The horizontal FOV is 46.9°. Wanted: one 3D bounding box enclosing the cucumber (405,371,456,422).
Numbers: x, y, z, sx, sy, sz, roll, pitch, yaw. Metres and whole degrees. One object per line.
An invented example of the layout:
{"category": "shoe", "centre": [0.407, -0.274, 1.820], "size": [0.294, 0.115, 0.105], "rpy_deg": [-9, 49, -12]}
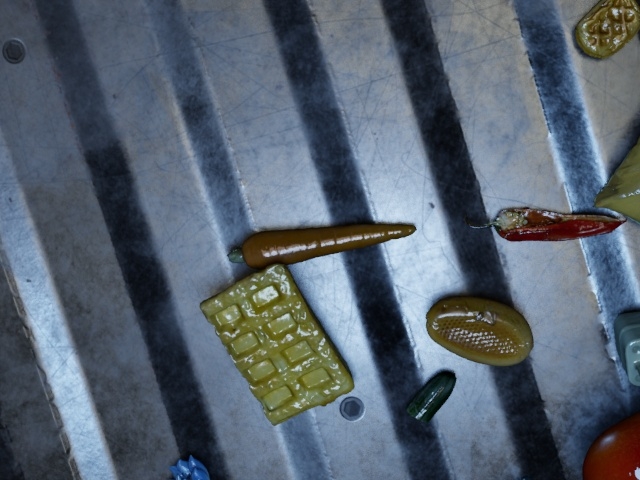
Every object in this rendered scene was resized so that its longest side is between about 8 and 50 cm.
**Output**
{"category": "cucumber", "centre": [0.199, 0.271, 1.295], "size": [0.048, 0.048, 0.105], "rpy_deg": [38, 98, 2]}

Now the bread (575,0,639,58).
{"category": "bread", "centre": [0.472, -0.350, 1.207], "size": [0.083, 0.044, 0.111], "rpy_deg": [44, 100, -3]}

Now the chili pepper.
{"category": "chili pepper", "centre": [0.378, -0.024, 1.249], "size": [0.267, 0.059, 0.051], "rpy_deg": [0, 134, 4]}

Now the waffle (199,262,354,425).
{"category": "waffle", "centre": [-0.073, 0.180, 1.291], "size": [0.168, 0.057, 0.274], "rpy_deg": [-28, 103, 7]}

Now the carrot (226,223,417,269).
{"category": "carrot", "centre": [0.000, 0.000, 1.287], "size": [0.335, 0.069, 0.069], "rpy_deg": [-10, 94, 4]}

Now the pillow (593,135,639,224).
{"category": "pillow", "centre": [0.641, -0.118, 1.171], "size": [0.310, 0.119, 0.312], "rpy_deg": [30, 103, 3]}

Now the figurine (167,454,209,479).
{"category": "figurine", "centre": [-0.239, 0.443, 1.345], "size": [0.079, 0.114, 0.114], "rpy_deg": [-7, 101, -38]}

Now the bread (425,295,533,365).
{"category": "bread", "centre": [0.271, 0.150, 1.263], "size": [0.189, 0.077, 0.114], "rpy_deg": [18, 117, 3]}

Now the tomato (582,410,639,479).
{"category": "tomato", "centre": [0.561, 0.403, 1.169], "size": [0.298, 0.226, 0.299], "rpy_deg": [2, 76, -10]}

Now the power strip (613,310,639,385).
{"category": "power strip", "centre": [0.617, 0.170, 1.171], "size": [0.260, 0.141, 0.230], "rpy_deg": [-10, 112, 13]}

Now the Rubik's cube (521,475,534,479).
{"category": "Rubik's cube", "centre": [0.382, 0.522, 1.245], "size": [0.151, 0.154, 0.155], "rpy_deg": [29, 97, 3]}
